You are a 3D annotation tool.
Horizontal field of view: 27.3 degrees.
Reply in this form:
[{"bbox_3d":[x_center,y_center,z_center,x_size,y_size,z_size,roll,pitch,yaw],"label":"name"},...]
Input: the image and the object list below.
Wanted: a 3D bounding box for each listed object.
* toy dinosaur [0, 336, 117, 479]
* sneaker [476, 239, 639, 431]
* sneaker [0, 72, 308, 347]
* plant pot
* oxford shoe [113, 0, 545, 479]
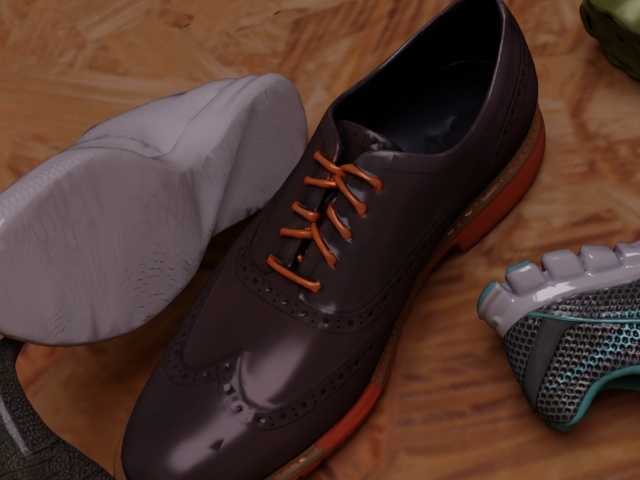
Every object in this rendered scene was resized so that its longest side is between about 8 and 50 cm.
[{"bbox_3d":[-0.093,0.180,0.470,0.160,0.121,0.313,1,49,-4],"label":"toy dinosaur"},{"bbox_3d":[0.153,0.034,0.545,0.166,0.065,0.076,-16,71,3],"label":"sneaker"},{"bbox_3d":[-0.096,-0.018,0.587,0.094,0.080,0.212,6,25,32],"label":"sneaker"},{"bbox_3d":[0.169,-0.121,0.633,0.079,0.083,0.083,-44,59,-5],"label":"plant pot"},{"bbox_3d":[0.000,0.000,0.563,0.097,0.098,0.271,26,64,25],"label":"oxford shoe"}]
